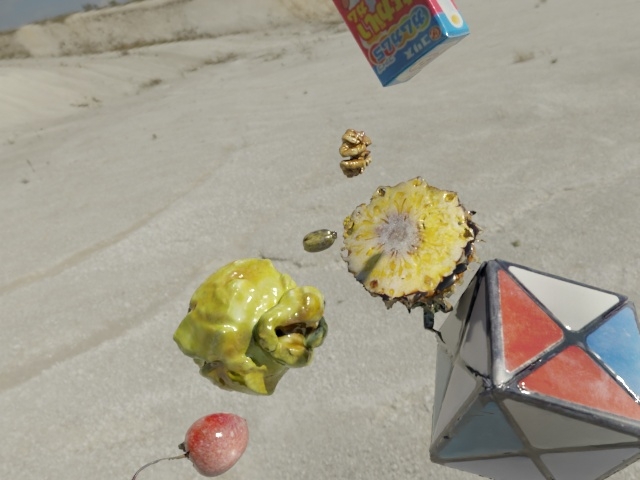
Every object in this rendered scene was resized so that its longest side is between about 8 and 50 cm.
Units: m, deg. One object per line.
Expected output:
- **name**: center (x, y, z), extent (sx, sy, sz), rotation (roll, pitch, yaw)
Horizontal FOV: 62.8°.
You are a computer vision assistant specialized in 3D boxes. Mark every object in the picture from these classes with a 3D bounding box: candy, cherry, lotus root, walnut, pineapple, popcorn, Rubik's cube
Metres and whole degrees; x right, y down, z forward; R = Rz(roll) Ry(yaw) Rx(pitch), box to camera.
- **candy**: center (0.107, -0.438, 0.902), extent (0.157, 0.305, 0.100), rotation (-28, 4, 45)
- **cherry**: center (-0.215, 0.368, 0.882), extent (0.225, 0.107, 0.090), rotation (-27, 39, -31)
- **lotus root**: center (0.000, 0.000, 1.352), extent (0.099, 0.049, 0.054), rotation (-18, 51, 14)
- **walnut**: center (0.110, -0.260, 1.551), extent (0.069, 0.142, 0.170), rotation (7, 24, 24)
- **pineapple**: center (0.203, 0.056, 1.022), extent (0.263, 0.271, 0.262), rotation (-12, 57, 20)
- **popcorn**: center (-0.121, 0.170, 1.012), extent (0.276, 0.276, 0.225), rotation (-11, 7, 20)
- **Rubik's cube**: center (0.387, 0.263, 0.979), extent (0.307, 0.310, 0.305), rotation (14, 47, -1)

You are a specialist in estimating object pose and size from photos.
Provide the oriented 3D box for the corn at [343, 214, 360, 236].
- **corn**: center (0.216, -0.013, 1.707), extent (0.318, 0.115, 0.115), rotation (17, 41, 29)
